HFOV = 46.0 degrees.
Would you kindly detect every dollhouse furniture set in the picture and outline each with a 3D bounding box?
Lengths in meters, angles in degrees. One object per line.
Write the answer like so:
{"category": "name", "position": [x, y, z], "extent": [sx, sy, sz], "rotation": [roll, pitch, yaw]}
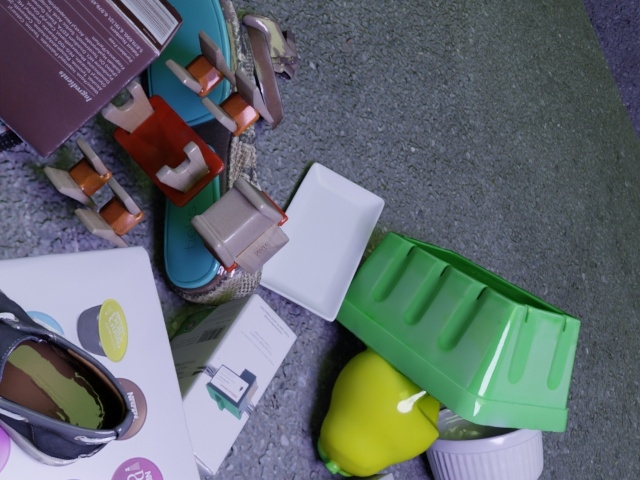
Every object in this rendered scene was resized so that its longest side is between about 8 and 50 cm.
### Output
{"category": "dollhouse furniture set", "position": [-0.162, -0.081, 0.952], "extent": [0.259, 0.262, 0.135], "rotation": [47, -3, 19]}

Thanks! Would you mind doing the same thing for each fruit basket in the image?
{"category": "fruit basket", "position": [0.162, 0.209, 1.168], "extent": [0.283, 0.392, 0.392], "rotation": [16, 65, -38]}

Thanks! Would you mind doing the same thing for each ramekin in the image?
{"category": "ramekin", "position": [0.279, 0.355, 1.279], "extent": [0.207, 0.207, 0.109], "rotation": [-15, 95, -45]}

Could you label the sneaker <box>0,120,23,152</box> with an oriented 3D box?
{"category": "sneaker", "position": [-0.429, -0.136, 0.897], "extent": [0.161, 0.057, 0.075], "rotation": [-31, 80, -43]}

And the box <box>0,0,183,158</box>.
{"category": "box", "position": [-0.303, -0.244, 0.903], "extent": [0.167, 0.203, 0.168], "rotation": [46, 19, -22]}

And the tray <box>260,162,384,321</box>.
{"category": "tray", "position": [0.000, 0.000, 1.234], "extent": [0.145, 0.030, 0.270], "rotation": [28, 54, -3]}

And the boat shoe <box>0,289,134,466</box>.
{"category": "boat shoe", "position": [-0.228, 0.065, 0.515], "extent": [0.233, 0.079, 0.084], "rotation": [45, 49, -18]}

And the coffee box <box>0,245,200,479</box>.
{"category": "coffee box", "position": [-0.335, 0.217, 0.649], "extent": [0.334, 0.338, 0.338], "rotation": [-7, 79, -45]}

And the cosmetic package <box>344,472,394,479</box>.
{"category": "cosmetic package", "position": [0.016, 0.433, 1.070], "extent": [0.238, 0.107, 0.127], "rotation": [-15, 83, -42]}

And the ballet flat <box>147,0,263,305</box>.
{"category": "ballet flat", "position": [-0.154, -0.144, 1.104], "extent": [0.182, 0.164, 0.483], "rotation": [12, 72, -64]}

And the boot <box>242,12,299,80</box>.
{"category": "boot", "position": [-0.086, -0.328, 1.291], "extent": [0.118, 0.042, 0.087], "rotation": [15, 73, -32]}

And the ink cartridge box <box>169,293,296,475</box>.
{"category": "ink cartridge box", "position": [-0.153, 0.186, 0.959], "extent": [0.092, 0.160, 0.219], "rotation": [48, 49, -20]}

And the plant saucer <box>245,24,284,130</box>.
{"category": "plant saucer", "position": [-0.085, -0.260, 1.193], "extent": [0.029, 0.168, 0.168], "rotation": [-14, 90, 0]}
